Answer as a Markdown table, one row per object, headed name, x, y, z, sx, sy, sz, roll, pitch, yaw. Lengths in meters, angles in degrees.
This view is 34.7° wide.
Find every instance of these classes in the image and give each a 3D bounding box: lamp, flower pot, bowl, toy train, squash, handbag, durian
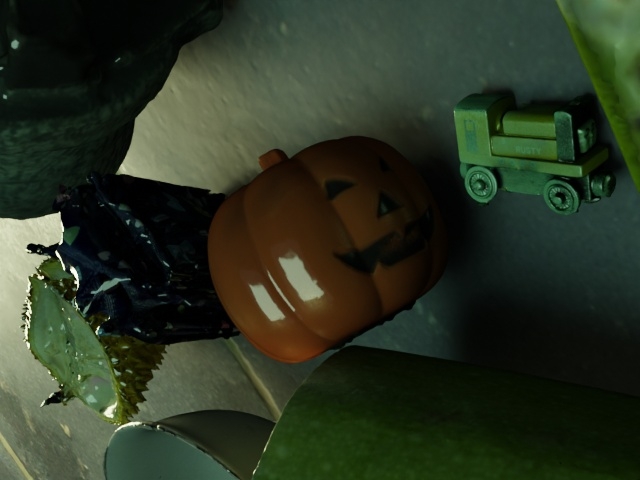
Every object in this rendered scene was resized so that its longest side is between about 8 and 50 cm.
| name | x | y | z | sx | sy | sz | roll | pitch | yaw |
| --- | --- | --- | --- | --- | --- | --- | --- | --- | --- |
| lamp | 0.000 | 0.000 | 0.794 | 0.164 | 0.187 | 0.187 | 58 | 142 | 7 |
| flower pot | -0.235 | -0.185 | 0.838 | 0.299 | 0.299 | 0.283 | 46 | 152 | 8 |
| bowl | -0.061 | 0.298 | 1.109 | 0.345 | 0.157 | 0.345 | 27 | 135 | 30 |
| toy train | 0.147 | -0.062 | 0.713 | 0.122 | 0.050 | 0.081 | 9 | 118 | 42 |
| squash | 0.171 | 0.228 | 0.695 | 0.384 | 0.263 | 0.263 | 8 | 125 | 25 |
| handbag | -0.122 | 0.017 | 0.902 | 0.162 | 0.260 | 0.113 | 44 | 108 | 23 |
| durian | -0.244 | 0.104 | 1.159 | 0.193 | 0.138 | 0.237 | 43 | 138 | 6 |

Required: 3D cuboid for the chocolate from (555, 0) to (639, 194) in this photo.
| name | x | y | z | sx | sy | sz | roll | pitch | yaw |
| --- | --- | --- | --- | --- | --- | --- | --- | --- | --- |
| chocolate | 0.239 | -0.168 | 0.463 | 0.301 | 0.137 | 0.289 | -14 | 109 | 49 |
